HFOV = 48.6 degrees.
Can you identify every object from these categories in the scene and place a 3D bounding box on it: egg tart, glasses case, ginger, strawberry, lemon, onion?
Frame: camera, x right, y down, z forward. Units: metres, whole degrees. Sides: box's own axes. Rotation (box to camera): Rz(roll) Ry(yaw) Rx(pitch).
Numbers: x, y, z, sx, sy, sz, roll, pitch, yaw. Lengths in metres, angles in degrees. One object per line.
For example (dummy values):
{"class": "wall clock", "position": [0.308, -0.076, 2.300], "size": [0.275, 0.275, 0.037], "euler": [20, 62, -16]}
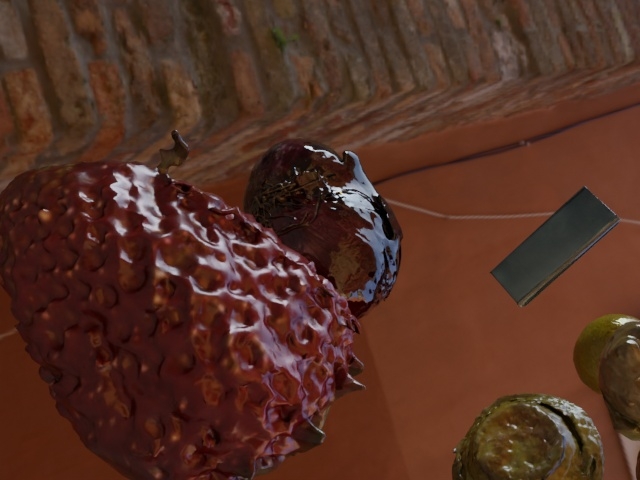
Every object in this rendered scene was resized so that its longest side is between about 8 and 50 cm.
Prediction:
{"class": "egg tart", "position": [0.375, 0.396, 1.304], "size": [0.294, 0.294, 0.123], "euler": [39, -16, 46]}
{"class": "glasses case", "position": [0.492, 0.019, 1.483], "size": [0.266, 0.056, 0.105], "euler": [-46, -127, 15]}
{"class": "ginger", "position": [0.378, 0.127, 0.798], "size": [0.115, 0.193, 0.122], "euler": [0, -61, 35]}
{"class": "strawberry", "position": [-0.130, 0.058, 0.660], "size": [0.343, 0.292, 0.292], "euler": [61, -26, -12]}
{"class": "lemon", "position": [0.665, 0.258, 1.591], "size": [0.187, 0.187, 0.244], "euler": [53, -9, 33]}
{"class": "onion", "position": [-0.012, -0.008, 0.963], "size": [0.221, 0.281, 0.280], "euler": [-29, -104, 22]}

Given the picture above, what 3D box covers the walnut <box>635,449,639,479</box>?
{"class": "walnut", "position": [0.797, 0.483, 1.468], "size": [0.224, 0.257, 0.257], "euler": [61, -30, 23]}
